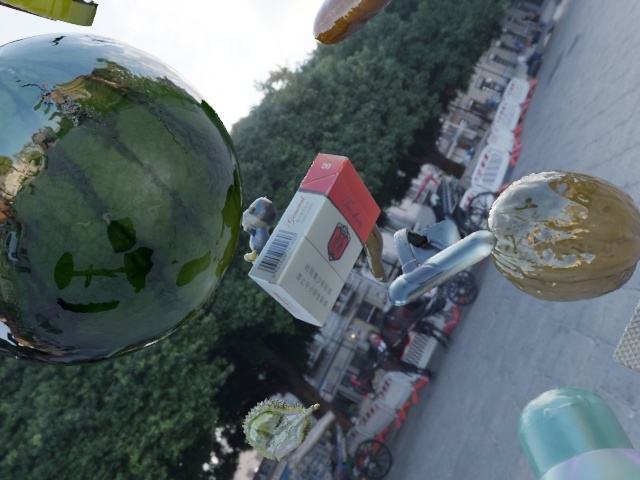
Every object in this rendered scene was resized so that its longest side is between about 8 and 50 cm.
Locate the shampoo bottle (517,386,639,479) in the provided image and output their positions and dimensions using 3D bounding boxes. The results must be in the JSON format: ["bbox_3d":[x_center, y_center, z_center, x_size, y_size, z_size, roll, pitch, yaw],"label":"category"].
[{"bbox_3d":[0.390,0.367,0.727,0.349,0.222,0.151,-102,-9,-45],"label":"shampoo bottle"}]

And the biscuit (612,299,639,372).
[{"bbox_3d":[0.850,0.181,1.351,0.054,0.094,0.378,-22,-50,-45],"label":"biscuit"}]

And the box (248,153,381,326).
[{"bbox_3d":[0.000,0.000,0.558,0.152,0.048,0.100,-63,-36,-20],"label":"box"}]

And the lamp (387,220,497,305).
[{"bbox_3d":[0.233,0.012,0.999,0.203,0.124,0.283,-24,-4,22],"label":"lamp"}]

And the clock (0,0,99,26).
[{"bbox_3d":[-0.482,-0.385,0.794,0.293,0.277,0.071,48,118,53],"label":"clock"}]

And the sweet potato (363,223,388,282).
[{"bbox_3d":[0.100,-0.022,1.454,0.108,0.346,0.079,-45,24,-1],"label":"sweet potato"}]

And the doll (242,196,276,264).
[{"bbox_3d":[-0.163,-0.029,1.371,0.102,0.089,0.179,41,-118,-67],"label":"doll"}]

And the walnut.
[{"bbox_3d":[0.546,-0.006,1.200,0.332,0.333,0.333,-62,-9,-18],"label":"walnut"}]

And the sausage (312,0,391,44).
[{"bbox_3d":[0.065,-0.445,0.989,0.238,0.098,0.098,-17,39,59],"label":"sausage"}]

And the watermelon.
[{"bbox_3d":[-0.175,-0.029,0.398,0.242,0.242,0.242,-62,-9,-18],"label":"watermelon"}]

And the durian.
[{"bbox_3d":[-0.087,0.413,1.234,0.208,0.146,0.102,-35,19,23],"label":"durian"}]
